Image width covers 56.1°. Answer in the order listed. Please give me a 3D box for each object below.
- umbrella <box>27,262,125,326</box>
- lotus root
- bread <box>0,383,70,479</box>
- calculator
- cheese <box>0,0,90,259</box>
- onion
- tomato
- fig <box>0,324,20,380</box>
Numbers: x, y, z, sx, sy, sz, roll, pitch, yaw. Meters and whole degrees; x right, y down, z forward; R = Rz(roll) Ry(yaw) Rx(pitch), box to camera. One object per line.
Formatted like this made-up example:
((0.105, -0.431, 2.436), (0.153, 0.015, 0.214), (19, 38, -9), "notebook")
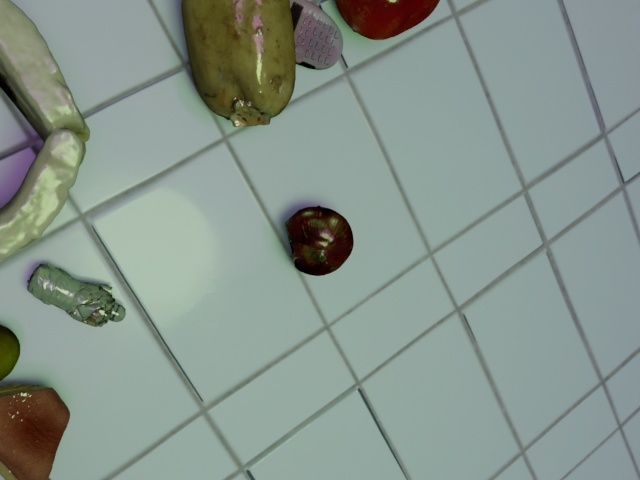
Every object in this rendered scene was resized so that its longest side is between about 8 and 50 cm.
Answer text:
((-0.353, 0.083, 0.876), (0.144, 0.062, 0.067), (27, 53, -22), "umbrella")
((-0.120, -0.312, 0.883), (0.160, 0.146, 0.283), (-7, 98, -10), "lotus root")
((-0.422, 0.259, 0.844), (0.119, 0.067, 0.192), (-39, 119, -33), "bread")
((-0.036, -0.344, 0.988), (0.166, 0.024, 0.103), (22, 87, -26), "calculator")
((-0.451, -0.142, 0.755), (0.292, 0.153, 0.332), (-41, 110, -14), "cheese")
((0.000, 0.000, 0.988), (0.119, 0.118, 0.117), (-24, 126, -20), "onion")
((0.106, -0.422, 0.975), (0.187, 0.151, 0.186), (-2, 96, -18), "tomato")
((-0.455, 0.159, 0.830), (0.074, 0.074, 0.087), (-11, 119, -22), "fig")
